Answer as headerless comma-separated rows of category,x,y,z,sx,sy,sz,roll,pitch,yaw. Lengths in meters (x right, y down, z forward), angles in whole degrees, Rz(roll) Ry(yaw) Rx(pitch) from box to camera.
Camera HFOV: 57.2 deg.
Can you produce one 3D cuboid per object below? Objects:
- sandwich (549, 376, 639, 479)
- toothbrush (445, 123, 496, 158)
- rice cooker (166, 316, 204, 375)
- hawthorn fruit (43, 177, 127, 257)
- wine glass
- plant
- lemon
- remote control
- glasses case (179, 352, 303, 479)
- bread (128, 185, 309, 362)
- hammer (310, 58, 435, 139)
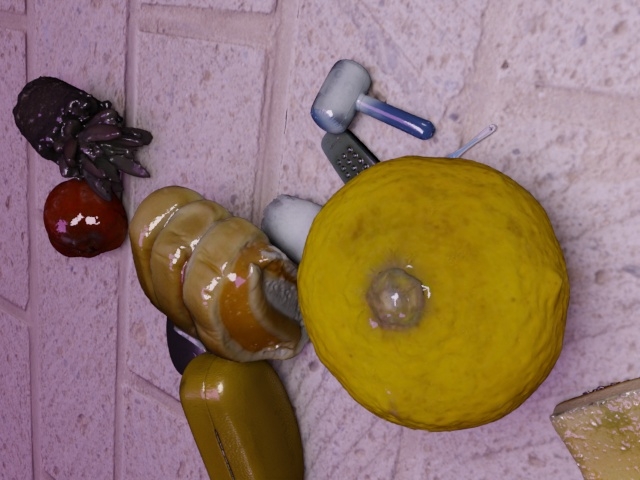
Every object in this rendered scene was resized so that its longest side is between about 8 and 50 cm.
sandwich,0.427,0.264,0.763,0.193,0.058,0.163,-35,80,34
toothbrush,0.194,-0.122,0.876,0.162,0.017,0.014,-37,80,36
rice cooker,-0.237,0.202,1.200,0.142,0.118,0.203,-11,92,37
hawthorn fruit,-0.537,-0.062,1.344,0.185,0.185,0.202,-35,60,36
wine glass,0.000,0.000,0.986,0.204,0.111,0.111,27,115,25
plant,-0.510,-0.226,1.255,0.320,0.194,0.182,31,93,23
lemon,0.136,0.060,0.741,0.349,0.387,0.350,-3,83,25
remote control,0.081,-0.097,0.950,0.222,0.042,0.072,52,125,15
glasses case,-0.126,0.365,1.097,0.141,0.173,0.372,-7,112,20
bread,-0.192,0.064,1.017,0.341,0.300,0.210,32,75,26
hammer,0.085,-0.199,0.906,0.193,0.069,0.116,27,85,16
